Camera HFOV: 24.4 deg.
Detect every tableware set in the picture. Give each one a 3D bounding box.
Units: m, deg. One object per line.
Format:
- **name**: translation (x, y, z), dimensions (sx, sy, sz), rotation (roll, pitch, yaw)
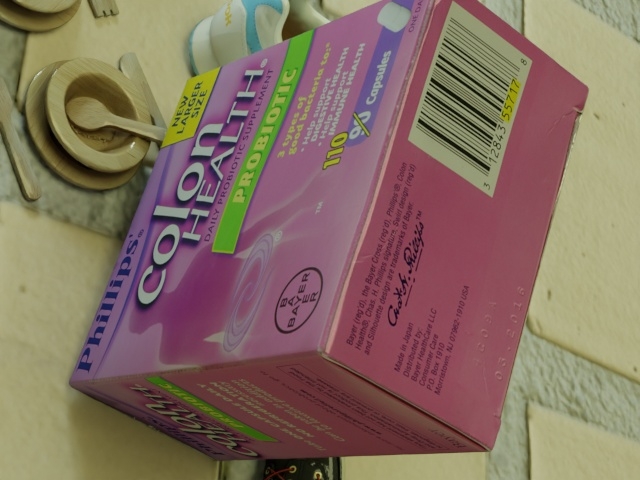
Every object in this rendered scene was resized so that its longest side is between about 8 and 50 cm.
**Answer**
- **tableware set**: translation (-0.156, -0.126, 0.906), dimensions (0.128, 0.039, 0.194), rotation (-20, 84, -46)

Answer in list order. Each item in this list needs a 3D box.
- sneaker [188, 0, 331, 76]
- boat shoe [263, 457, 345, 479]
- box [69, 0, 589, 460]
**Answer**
- **sneaker**: translation (0.013, -0.074, 1.000), dimensions (0.228, 0.092, 0.087), rotation (48, 44, -17)
- **boat shoe**: translation (-0.013, 0.152, 0.898), dimensions (0.042, 0.049, 0.133), rotation (8, 69, -49)
- **box**: translation (0.000, 0.000, 0.815), dimensions (0.117, 0.243, 0.213), rotation (32, 65, -29)
